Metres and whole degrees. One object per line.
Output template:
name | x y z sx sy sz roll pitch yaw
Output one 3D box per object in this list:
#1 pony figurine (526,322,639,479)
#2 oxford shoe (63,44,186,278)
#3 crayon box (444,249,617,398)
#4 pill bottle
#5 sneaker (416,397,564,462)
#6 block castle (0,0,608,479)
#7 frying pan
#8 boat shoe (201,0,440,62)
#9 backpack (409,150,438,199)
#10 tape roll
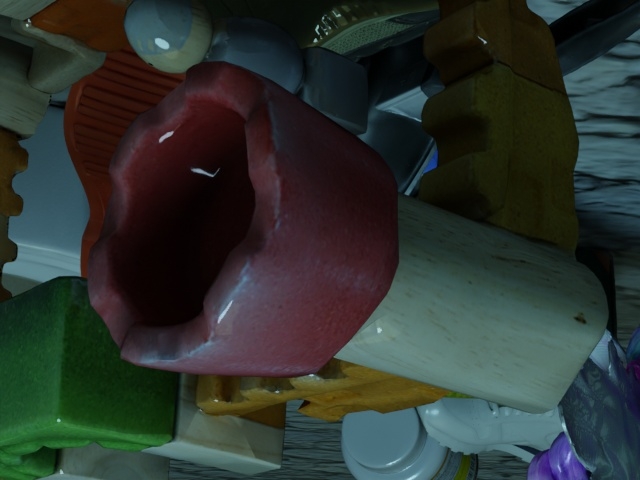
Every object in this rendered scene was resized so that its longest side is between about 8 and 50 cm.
pony figurine | 0.250 0.100 1.053 0.363 0.303 0.351 -27 125 7
oxford shoe | -0.088 -0.062 0.901 0.096 0.098 0.271 21 138 3
crayon box | 0.066 0.069 1.283 0.318 0.081 0.202 2 161 -2
pill bottle | 0.094 0.225 1.677 0.117 0.117 0.215 -4 160 18
sneaker | 0.196 0.167 1.578 0.235 0.090 0.095 13 146 -38
block castle | -0.120 -0.054 0.613 0.212 0.303 0.453 18 154 -37
frying pan | 0.028 -0.040 0.775 0.053 0.197 0.326 35 167 -17
boat shoe | 0.031 -0.133 0.727 0.223 0.080 0.073 -25 177 33
backpack | 0.057 -0.047 0.917 0.098 0.101 0.120 5 158 -32
tape roll | -0.234 -0.002 1.086 0.286 0.100 0.286 2 160 1
